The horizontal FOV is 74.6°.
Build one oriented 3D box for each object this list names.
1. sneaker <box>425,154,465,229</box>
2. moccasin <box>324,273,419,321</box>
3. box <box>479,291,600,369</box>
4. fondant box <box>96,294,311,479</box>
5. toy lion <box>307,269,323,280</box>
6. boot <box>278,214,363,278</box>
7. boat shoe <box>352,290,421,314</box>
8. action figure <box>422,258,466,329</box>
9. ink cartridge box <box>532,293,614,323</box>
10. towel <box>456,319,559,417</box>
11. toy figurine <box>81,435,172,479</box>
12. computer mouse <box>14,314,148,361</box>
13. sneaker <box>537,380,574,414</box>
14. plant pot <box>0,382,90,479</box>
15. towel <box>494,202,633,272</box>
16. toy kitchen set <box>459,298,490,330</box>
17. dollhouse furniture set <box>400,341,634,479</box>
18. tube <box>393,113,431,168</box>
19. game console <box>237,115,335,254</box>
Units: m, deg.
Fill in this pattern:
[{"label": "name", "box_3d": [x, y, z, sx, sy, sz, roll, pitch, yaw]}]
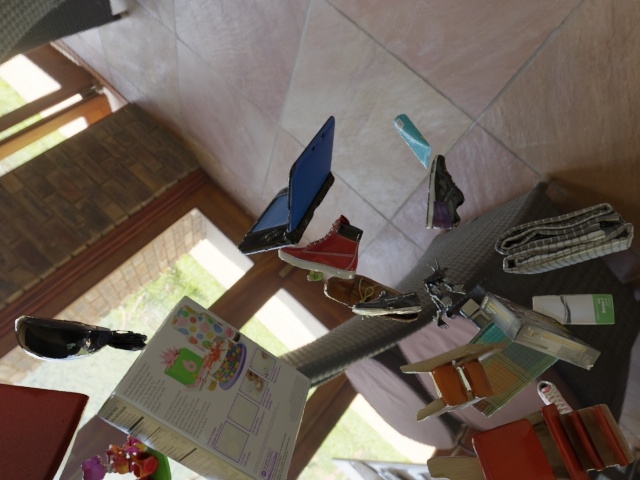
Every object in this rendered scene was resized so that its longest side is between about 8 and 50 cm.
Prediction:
[{"label": "sneaker", "box_3d": [0.439, -0.166, 1.468, 0.124, 0.284, 0.107, 5, 161, 13]}, {"label": "moccasin", "box_3d": [0.198, 0.231, 1.622, 0.379, 0.139, 0.147, 24, -174, -7]}, {"label": "box", "box_3d": [0.554, 0.227, 1.081, 0.230, 0.056, 0.183, 21, -168, -10]}, {"label": "fondant box", "box_3d": [-0.193, 0.294, 0.796, 0.330, 0.238, 0.096, 39, 124, -13]}, {"label": "toy lion", "box_3d": [-0.013, 0.107, 1.622, 0.096, 0.034, 0.100, 1, 104, 44]}, {"label": "boot", "box_3d": [0.000, 0.000, 1.241, 0.244, 0.088, 0.176, 12, 102, 14]}, {"label": "boat shoe", "box_3d": [0.191, 0.180, 1.221, 0.206, 0.065, 0.075, 0, 161, -11]}, {"label": "action figure", "box_3d": [0.512, 0.217, 1.731, 0.141, 0.164, 0.276, 16, 128, 51]}, {"label": "ink cartridge box", "box_3d": [0.817, 0.224, 1.375, 0.219, 0.093, 0.160, -6, 171, 28]}, {"label": "towel", "box_3d": [0.623, 0.446, 1.488, 0.271, 0.040, 0.370, 35, 110, -3]}, {"label": "toy figurine", "box_3d": [-0.375, 0.431, 0.768, 0.130, 0.159, 0.173, -7, 84, 45]}, {"label": "computer mouse", "box_3d": [-0.474, 0.195, 0.813, 0.188, 0.072, 0.272, 10, 165, 3]}, {"label": "sneaker", "box_3d": [0.607, 0.419, 1.086, 0.070, 0.051, 0.134, 48, -165, -18]}, {"label": "plant pot", "box_3d": [-0.554, 0.390, 0.657, 0.267, 0.236, 0.267, 17, 131, -24]}, {"label": "towel", "box_3d": [0.618, -0.005, 1.072, 0.283, 0.235, 0.121, -24, 71, 32]}, {"label": "toy kitchen set", "box_3d": [0.629, 0.345, 1.654, 0.207, 0.122, 0.166, 45, -172, 19]}, {"label": "dollhouse furniture set", "box_3d": [0.244, 0.247, 0.478, 0.135, 0.259, 0.262, -35, 58, 34]}, {"label": "tube", "box_3d": [0.287, -0.312, 1.292, 0.080, 0.052, 0.207, 77, 174, -50]}, {"label": "game console", "box_3d": [-0.079, -0.131, 0.994, 0.250, 0.293, 0.173, -12, 121, 30]}]
